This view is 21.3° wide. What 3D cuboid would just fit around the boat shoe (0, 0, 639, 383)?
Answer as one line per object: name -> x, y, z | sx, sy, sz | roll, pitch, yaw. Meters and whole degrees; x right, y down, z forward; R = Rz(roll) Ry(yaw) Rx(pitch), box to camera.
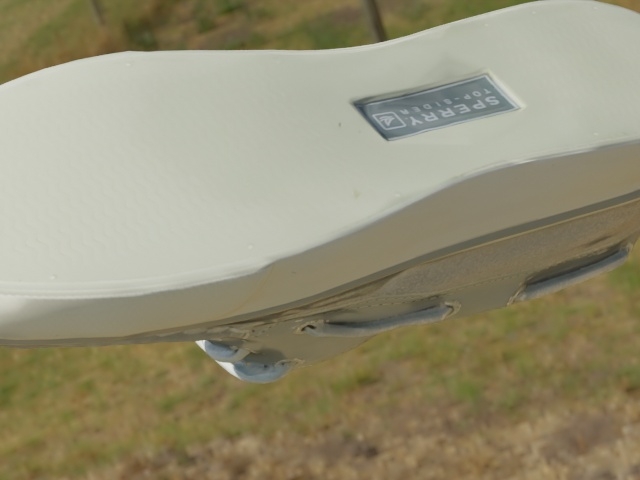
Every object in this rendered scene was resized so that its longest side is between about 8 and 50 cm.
boat shoe -> 0.000, -0.001, 0.428 | 0.227, 0.081, 0.079 | -12, 48, -26
